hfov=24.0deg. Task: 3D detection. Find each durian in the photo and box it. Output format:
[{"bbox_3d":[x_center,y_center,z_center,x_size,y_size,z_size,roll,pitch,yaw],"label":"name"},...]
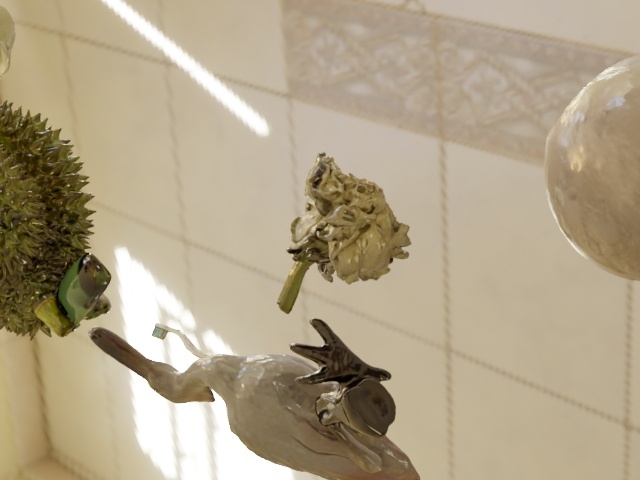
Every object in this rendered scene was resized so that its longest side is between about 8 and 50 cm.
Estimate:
[{"bbox_3d":[-0.237,-0.017,1.037,0.146,0.159,0.198,-37,119,26],"label":"durian"}]

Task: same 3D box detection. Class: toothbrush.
[{"bbox_3d":[-0.137,0.126,1.721,0.204,0.017,0.022,19,82,50],"label":"toothbrush"}]

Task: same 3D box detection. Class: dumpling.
[{"bbox_3d":[-0.281,-0.169,1.261,0.076,0.052,0.057,34,143,2],"label":"dumpling"}]

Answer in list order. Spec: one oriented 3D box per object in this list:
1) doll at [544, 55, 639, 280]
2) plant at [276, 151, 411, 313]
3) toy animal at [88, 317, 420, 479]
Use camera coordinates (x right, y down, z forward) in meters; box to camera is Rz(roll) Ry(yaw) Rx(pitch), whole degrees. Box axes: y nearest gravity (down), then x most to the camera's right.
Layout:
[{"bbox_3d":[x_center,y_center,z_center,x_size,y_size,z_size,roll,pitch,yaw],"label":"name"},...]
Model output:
[{"bbox_3d":[0.262,0.014,0.909,0.287,0.151,0.151,48,139,21],"label":"doll"},{"bbox_3d":[0.000,0.000,1.136,0.122,0.116,0.104,-45,57,4],"label":"plant"},{"bbox_3d":[-0.038,0.137,1.297,0.324,0.090,0.195,1,136,46],"label":"toy animal"}]
